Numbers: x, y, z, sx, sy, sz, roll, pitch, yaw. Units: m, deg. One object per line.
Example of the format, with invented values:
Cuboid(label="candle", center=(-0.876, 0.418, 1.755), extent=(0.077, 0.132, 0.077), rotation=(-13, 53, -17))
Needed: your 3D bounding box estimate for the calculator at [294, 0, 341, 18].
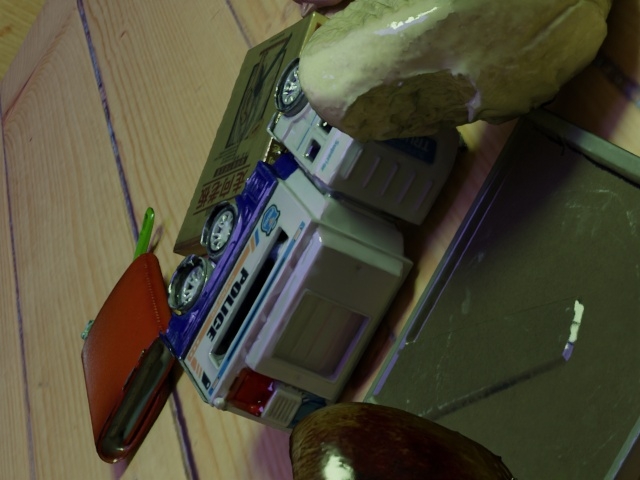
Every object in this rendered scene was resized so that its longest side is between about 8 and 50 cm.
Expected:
Cuboid(label="calculator", center=(0.048, -0.367, 1.825), extent=(0.329, 0.048, 0.220), rotation=(-67, 22, -1))

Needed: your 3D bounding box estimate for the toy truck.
Cuboid(label="toy truck", center=(0.000, 0.000, 1.401), extent=(0.268, 0.124, 0.155), rotation=(-61, 27, 12))

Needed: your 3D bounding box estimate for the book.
Cuboid(label="book", center=(-0.066, -0.099, 1.811), extent=(0.161, 0.026, 0.231), rotation=(-19, 49, 62))

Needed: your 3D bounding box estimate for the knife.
Cuboid(label="knife", center=(-0.208, 0.042, 1.990), extent=(0.166, 0.022, 0.078), rotation=(-64, 27, 5))

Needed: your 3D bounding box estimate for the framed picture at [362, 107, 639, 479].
Cuboid(label="framed picture", center=(0.135, 0.056, 1.144), extent=(0.247, 0.022, 0.335), rotation=(-61, 20, 5))

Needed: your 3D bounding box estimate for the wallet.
Cuboid(label="wallet", center=(-0.183, 0.110, 1.821), extent=(0.142, 0.045, 0.204), rotation=(-61, 20, 15))

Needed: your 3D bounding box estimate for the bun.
Cuboid(label="bun", center=(0.102, -0.133, 1.267), extent=(0.237, 0.116, 0.210), rotation=(-33, 14, -16))

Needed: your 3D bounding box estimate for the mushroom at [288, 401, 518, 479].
Cuboid(label="mushroom", center=(0.056, 0.191, 0.962), extent=(0.194, 0.138, 0.231), rotation=(153, 104, -70))
